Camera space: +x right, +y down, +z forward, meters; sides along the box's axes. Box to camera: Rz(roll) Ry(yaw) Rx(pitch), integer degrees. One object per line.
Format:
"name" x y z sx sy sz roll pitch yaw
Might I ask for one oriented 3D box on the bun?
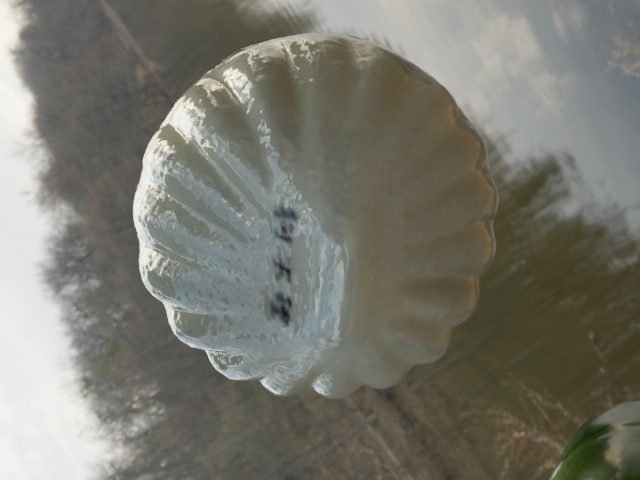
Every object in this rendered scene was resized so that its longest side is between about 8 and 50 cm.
"bun" 0.000 0.000 0.579 0.263 0.263 0.175 57 -174 -13

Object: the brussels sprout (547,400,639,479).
"brussels sprout" 0.161 0.155 0.441 0.118 0.155 0.155 6 151 22
